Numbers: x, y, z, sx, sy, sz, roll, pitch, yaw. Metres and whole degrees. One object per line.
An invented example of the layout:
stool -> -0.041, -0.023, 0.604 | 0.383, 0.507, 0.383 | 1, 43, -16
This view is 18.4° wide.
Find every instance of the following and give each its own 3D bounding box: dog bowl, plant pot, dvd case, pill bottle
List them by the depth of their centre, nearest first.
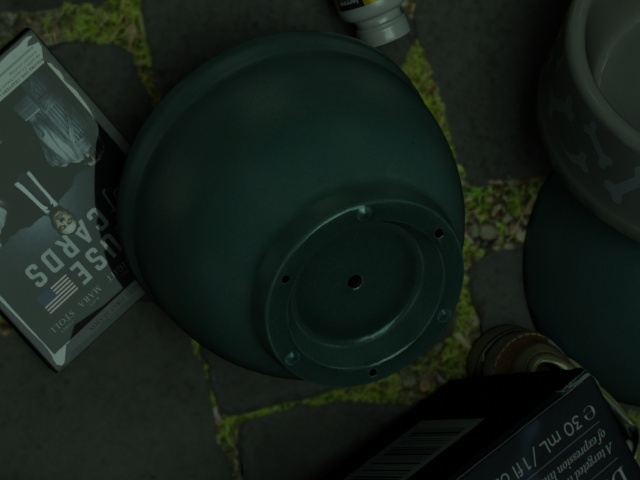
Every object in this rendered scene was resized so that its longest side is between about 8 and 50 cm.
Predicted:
plant pot -> 0.000, 0.000, 1.623 | 0.293, 0.196, 0.293 | -12, 123, -19
dvd case -> -0.236, -0.032, 1.672 | 0.179, 0.029, 0.238 | -43, 108, -10
dog bowl -> 0.365, -0.147, 1.730 | 0.349, 0.349, 0.102 | -29, 149, -15
pill bottle -> 0.037, -0.230, 1.732 | 0.065, 0.065, 0.116 | -27, 104, -16
plant pot -> 0.359, 0.026, 1.813 | 0.290, 0.195, 0.290 | -2, 97, -20

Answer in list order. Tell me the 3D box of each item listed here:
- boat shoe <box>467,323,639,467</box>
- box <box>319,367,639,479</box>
boat shoe -> 0.250, 0.212, 1.842 | 0.113, 0.103, 0.302 | -44, 109, -11
box -> 0.161, 0.356, 1.717 | 0.293, 0.212, 0.395 | -35, 103, -31
